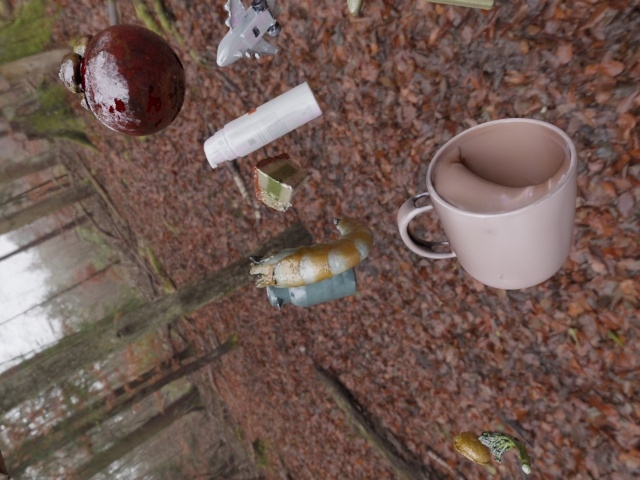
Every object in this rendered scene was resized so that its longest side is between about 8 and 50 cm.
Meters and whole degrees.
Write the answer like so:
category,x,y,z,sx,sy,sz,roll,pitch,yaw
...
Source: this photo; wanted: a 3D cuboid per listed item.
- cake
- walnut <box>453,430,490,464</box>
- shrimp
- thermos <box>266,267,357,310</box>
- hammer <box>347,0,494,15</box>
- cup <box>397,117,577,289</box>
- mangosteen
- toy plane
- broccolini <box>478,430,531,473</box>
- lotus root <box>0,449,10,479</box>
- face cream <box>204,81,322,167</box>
category,x,y,z,sx,sy,sz,roll,pitch,yaw
cake,-0.068,-0.133,0.879,0.086,0.117,0.220,29,168,-1
walnut,0.387,0.514,1.127,0.091,0.052,0.121,24,179,6
shrimp,0.015,0.010,0.888,0.185,0.287,0.068,7,123,38
thermos,-0.038,0.131,1.477,0.182,0.286,0.145,-115,17,-47
hammer,0.126,-0.292,0.546,0.028,0.195,0.060,125,145,-72
cup,0.250,-0.034,0.684,0.192,0.252,0.200,-94,-20,-44
mangosteen,-0.402,-0.325,0.896,0.257,0.215,0.215,15,150,3
toy plane,-0.181,-0.545,1.143,0.101,0.255,0.251,20,163,32
broccolini,0.322,0.350,0.755,0.054,0.052,0.194,52,172,15
lotus root,-0.582,0.292,0.544,0.250,0.316,0.316,47,157,21
face cream,-0.166,-0.314,1.239,0.102,0.345,0.102,62,-170,-19
